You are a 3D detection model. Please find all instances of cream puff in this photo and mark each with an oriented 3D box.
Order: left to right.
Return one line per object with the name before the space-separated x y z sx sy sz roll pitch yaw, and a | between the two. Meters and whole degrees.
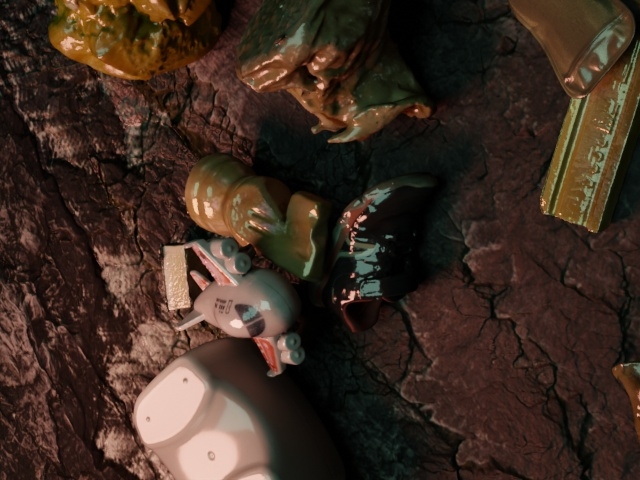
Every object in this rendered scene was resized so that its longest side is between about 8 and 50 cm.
cream puff | -0.253 -0.400 1.590 0.274 0.323 0.270 -12 114 51

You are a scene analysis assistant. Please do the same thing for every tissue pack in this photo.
tissue pack | -0.117 0.327 1.649 0.229 0.236 0.333 -46 70 26

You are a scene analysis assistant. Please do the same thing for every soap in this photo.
soap | 0.351 -0.140 1.289 0.092 0.037 0.252 27 115 34

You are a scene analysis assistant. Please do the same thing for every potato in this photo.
potato | -0.237 0.060 1.788 0.061 0.086 0.122 -4 95 26

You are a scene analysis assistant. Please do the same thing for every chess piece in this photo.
chess piece | -0.084 -0.034 1.570 0.301 0.137 0.137 29 117 47

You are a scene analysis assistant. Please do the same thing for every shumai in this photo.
shumai | 0.052 -0.278 1.433 0.262 0.314 0.267 36 135 -25

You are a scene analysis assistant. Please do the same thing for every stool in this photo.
stool | -0.047 0.128 1.634 0.096 0.096 0.110 43 119 25

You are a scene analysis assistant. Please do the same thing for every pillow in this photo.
pillow | 0.304 -0.284 1.270 0.130 0.033 0.217 -57 46 37

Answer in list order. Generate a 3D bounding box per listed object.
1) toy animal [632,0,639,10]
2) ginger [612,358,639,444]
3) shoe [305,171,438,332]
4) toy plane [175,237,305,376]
toy animal | 0.443 -0.310 1.156 0.255 0.116 0.114 -6 118 35
ginger | 0.451 0.255 1.239 0.263 0.109 0.116 63 156 12
shoe | 0.085 0.026 1.489 0.137 0.114 0.291 51 128 27
toy plane | -0.121 0.098 1.540 0.252 0.118 0.252 32 145 26
